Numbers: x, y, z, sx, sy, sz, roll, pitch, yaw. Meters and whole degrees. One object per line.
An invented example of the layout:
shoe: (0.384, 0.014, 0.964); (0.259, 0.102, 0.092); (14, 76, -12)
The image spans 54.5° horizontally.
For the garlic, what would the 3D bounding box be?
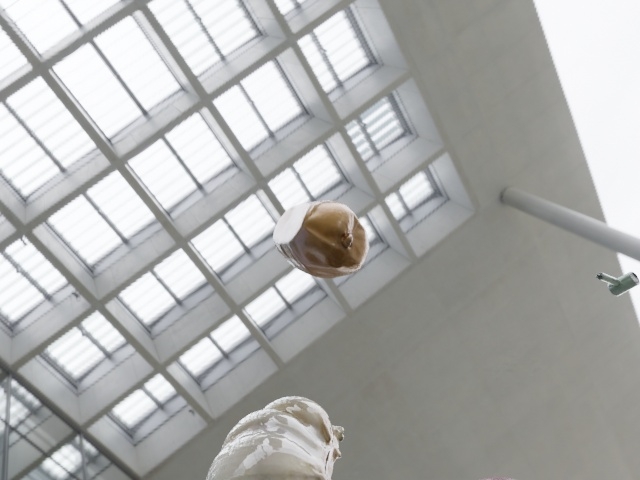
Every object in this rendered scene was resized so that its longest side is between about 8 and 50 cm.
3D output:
garlic: (-0.086, 0.360, 0.967); (0.203, 0.281, 0.184); (-21, -53, 20)

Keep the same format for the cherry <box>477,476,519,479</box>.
cherry: (0.315, 0.520, 0.989); (0.261, 0.307, 0.221); (23, -43, -1)

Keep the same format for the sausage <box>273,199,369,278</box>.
sausage: (0.000, -0.001, 1.040); (0.136, 0.241, 0.120); (30, -99, -11)

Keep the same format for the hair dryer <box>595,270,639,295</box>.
hair dryer: (0.674, 0.089, 1.430); (0.124, 0.037, 0.063); (19, -42, -31)
